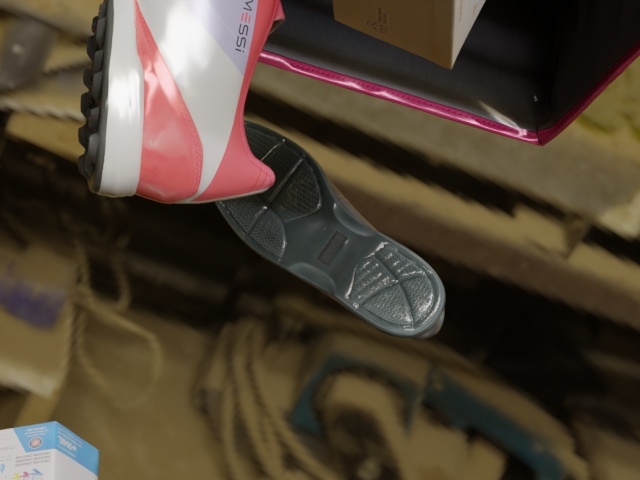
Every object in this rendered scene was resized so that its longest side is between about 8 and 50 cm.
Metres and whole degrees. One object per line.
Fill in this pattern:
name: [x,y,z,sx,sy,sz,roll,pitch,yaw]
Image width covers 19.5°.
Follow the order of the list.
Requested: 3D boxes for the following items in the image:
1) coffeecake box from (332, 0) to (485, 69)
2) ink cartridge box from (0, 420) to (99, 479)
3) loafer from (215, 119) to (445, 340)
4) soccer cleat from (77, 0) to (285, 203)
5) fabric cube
coffeecake box: [0.073,-0.196,0.871,0.068,0.185,0.142,25,-14,11]
ink cartridge box: [-0.273,0.259,1.771,0.090,0.092,0.143,51,33,-56]
loafer: [0.000,0.000,1.635,0.267,0.096,0.084,41,-6,19]
soccer cleat: [-0.074,-0.179,1.122,0.116,0.318,0.108,6,-6,-13]
fabric cube: [0.100,-0.252,1.243,0.254,0.259,0.258,17,70,-9]
